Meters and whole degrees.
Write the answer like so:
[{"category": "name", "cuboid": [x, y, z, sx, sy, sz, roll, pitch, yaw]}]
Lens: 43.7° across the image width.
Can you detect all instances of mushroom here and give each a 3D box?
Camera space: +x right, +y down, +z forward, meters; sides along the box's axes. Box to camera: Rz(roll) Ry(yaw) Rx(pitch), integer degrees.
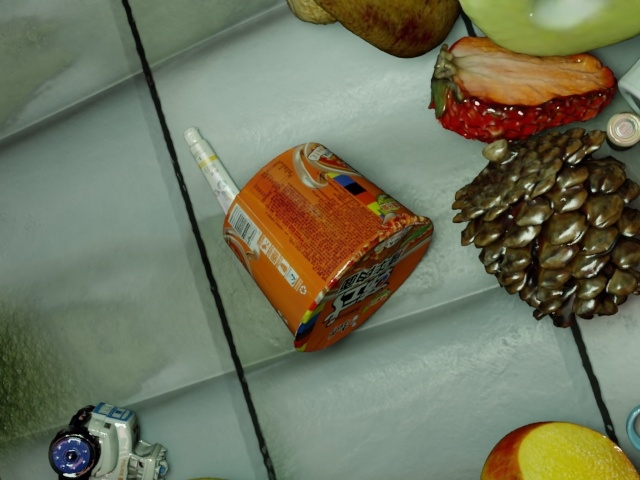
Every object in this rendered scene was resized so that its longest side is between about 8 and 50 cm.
[{"category": "mushroom", "cuboid": [0.074, -0.350, 1.073, 0.267, 0.254, 0.267, 3, 65, -6]}]

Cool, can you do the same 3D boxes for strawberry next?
[{"category": "strawberry", "cuboid": [0.263, -0.183, 1.064, 0.236, 0.190, 0.111, 5, 133, 6]}]

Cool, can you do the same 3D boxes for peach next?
[{"category": "peach", "cuboid": [0.307, 0.323, 1.016, 0.192, 0.190, 0.190, -30, 81, 34]}]

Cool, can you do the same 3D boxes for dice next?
[{"category": "dice", "cuboid": [0.295, -0.378, 0.955, 0.238, 0.226, 0.233, -11, 68, 36]}]

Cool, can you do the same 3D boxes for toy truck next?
[{"category": "toy truck", "cuboid": [-0.331, 0.369, 1.249, 0.177, 0.161, 0.213, 13, 94, -3]}]

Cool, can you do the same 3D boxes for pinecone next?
[{"category": "pinecone", "cuboid": [0.296, -0.021, 0.998, 0.224, 0.224, 0.272, -39, 102, 14]}]

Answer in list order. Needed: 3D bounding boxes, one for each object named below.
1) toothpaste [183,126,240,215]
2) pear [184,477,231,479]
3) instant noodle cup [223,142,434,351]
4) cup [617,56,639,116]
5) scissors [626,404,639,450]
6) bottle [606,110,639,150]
[{"category": "toothpaste", "cuboid": [-0.157, -0.092, 1.241, 0.048, 0.031, 0.190, -33, 84, 12]}, {"category": "pear", "cuboid": [-0.153, 0.505, 1.090, 0.348, 0.348, 0.348, 0, 91, 17]}, {"category": "instant noodle cup", "cuboid": [0.000, 0.000, 1.089, 0.192, 0.250, 0.250, 45, 103, 20]}, {"category": "cup", "cuboid": [0.549, -0.238, 0.900, 0.371, 0.253, 0.253, -42, 79, 15]}, {"category": "scissors", "cuboid": [0.529, 0.220, 1.026, 0.256, 0.030, 0.125, -35, 84, 15]}, {"category": "bottle", "cuboid": [0.391, -0.140, 1.031, 0.045, 0.096, 0.045, 0, 91, 18]}]
